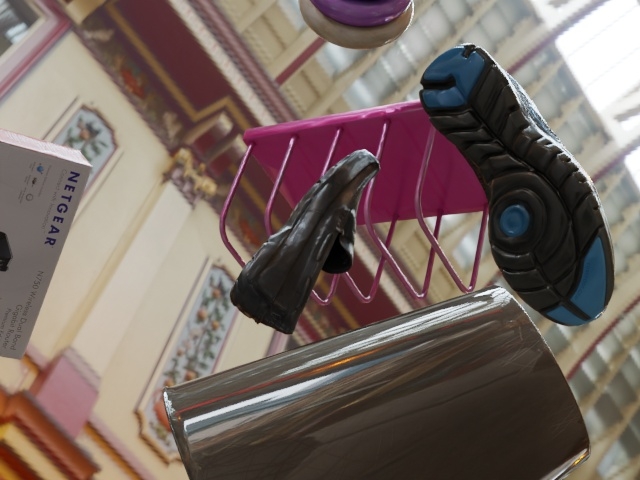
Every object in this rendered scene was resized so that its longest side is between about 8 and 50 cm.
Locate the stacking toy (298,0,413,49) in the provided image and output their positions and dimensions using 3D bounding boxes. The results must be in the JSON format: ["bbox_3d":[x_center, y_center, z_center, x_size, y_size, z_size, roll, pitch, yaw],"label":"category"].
[{"bbox_3d":[0.060,-0.369,1.158,0.141,0.141,0.330,14,-35,2],"label":"stacking toy"}]

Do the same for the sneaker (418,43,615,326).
[{"bbox_3d":[0.233,-0.063,1.144,0.125,0.340,0.140,-33,-28,26],"label":"sneaker"}]

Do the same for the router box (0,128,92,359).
[{"bbox_3d":[-0.538,-0.010,1.563,0.301,0.082,0.335,14,-75,-32],"label":"router box"}]

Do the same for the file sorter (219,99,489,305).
[{"bbox_3d":[0.048,-0.032,1.363,0.291,0.182,0.202,-6,-41,29],"label":"file sorter"}]

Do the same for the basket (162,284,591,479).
[{"bbox_3d":[0.043,0.136,0.682,0.227,0.204,0.154,-26,-25,-3],"label":"basket"}]

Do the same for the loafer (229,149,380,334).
[{"bbox_3d":[0.000,0.000,1.018,0.078,0.223,0.076,37,-34,1],"label":"loafer"}]
